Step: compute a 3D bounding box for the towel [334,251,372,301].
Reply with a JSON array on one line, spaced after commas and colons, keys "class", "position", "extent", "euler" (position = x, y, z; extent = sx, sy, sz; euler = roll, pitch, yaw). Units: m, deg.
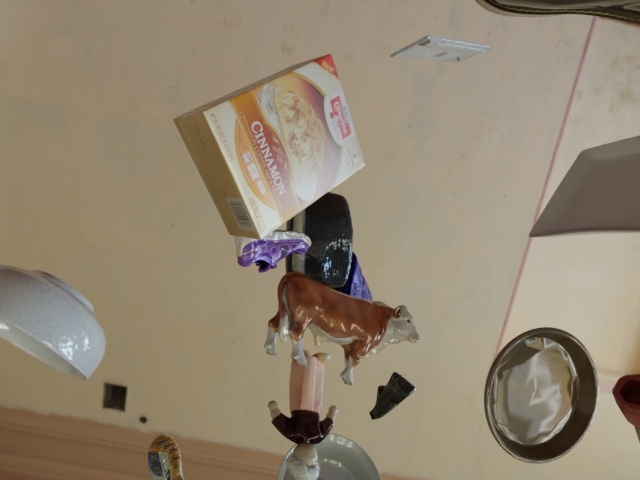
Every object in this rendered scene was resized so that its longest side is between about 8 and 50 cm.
[{"class": "towel", "position": [0.110, 0.198, 1.381], "extent": [0.077, 0.227, 0.308], "euler": [4, 149, 21]}]

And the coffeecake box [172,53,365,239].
[{"class": "coffeecake box", "position": [-0.046, -0.110, 0.503], "extent": [0.068, 0.142, 0.185], "euler": [8, -142, 46]}]

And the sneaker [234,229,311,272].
[{"class": "sneaker", "position": [-0.080, 0.016, 0.710], "extent": [0.069, 0.071, 0.170], "euler": [5, -177, 34]}]

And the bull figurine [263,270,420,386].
[{"class": "bull figurine", "position": [0.043, 0.177, 0.869], "extent": [0.311, 0.188, 0.101], "euler": [24, 162, -12]}]

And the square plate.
[{"class": "square plate", "position": [0.744, -0.132, 1.092], "extent": [0.049, 0.344, 0.347], "euler": [42, 164, -15]}]

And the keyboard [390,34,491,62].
[{"class": "keyboard", "position": [0.220, -0.334, 0.774], "extent": [0.072, 0.014, 0.256], "euler": [-3, -168, 43]}]

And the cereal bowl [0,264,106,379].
[{"class": "cereal bowl", "position": [-0.632, 0.168, 0.996], "extent": [0.339, 0.338, 0.141], "euler": [15, -126, 21]}]

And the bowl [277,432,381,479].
[{"class": "bowl", "position": [0.016, 0.713, 1.228], "extent": [0.298, 0.134, 0.297], "euler": [8, -142, -7]}]

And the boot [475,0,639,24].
[{"class": "boot", "position": [0.189, -0.150, 0.214], "extent": [0.220, 0.082, 0.106], "euler": [-1, -159, 15]}]

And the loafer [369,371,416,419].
[{"class": "loafer", "position": [0.164, 0.378, 1.066], "extent": [0.062, 0.170, 0.061], "euler": [-14, -124, -46]}]

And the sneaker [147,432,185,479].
[{"class": "sneaker", "position": [-0.454, 0.731, 1.321], "extent": [0.112, 0.296, 0.131], "euler": [-4, 169, -25]}]

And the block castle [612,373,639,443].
[{"class": "block castle", "position": [0.707, 0.216, 0.612], "extent": [0.454, 0.212, 0.303], "euler": [-27, -164, -2]}]

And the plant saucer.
[{"class": "plant saucer", "position": [0.450, 0.314, 0.905], "extent": [0.278, 0.277, 0.041], "euler": [7, 178, -16]}]

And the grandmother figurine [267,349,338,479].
[{"class": "grandmother figurine", "position": [-0.045, 0.480, 1.216], "extent": [0.208, 0.104, 0.342], "euler": [7, -126, -11]}]

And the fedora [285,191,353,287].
[{"class": "fedora", "position": [0.000, 0.000, 1.061], "extent": [0.153, 0.333, 0.334], "euler": [1, -169, 1]}]
